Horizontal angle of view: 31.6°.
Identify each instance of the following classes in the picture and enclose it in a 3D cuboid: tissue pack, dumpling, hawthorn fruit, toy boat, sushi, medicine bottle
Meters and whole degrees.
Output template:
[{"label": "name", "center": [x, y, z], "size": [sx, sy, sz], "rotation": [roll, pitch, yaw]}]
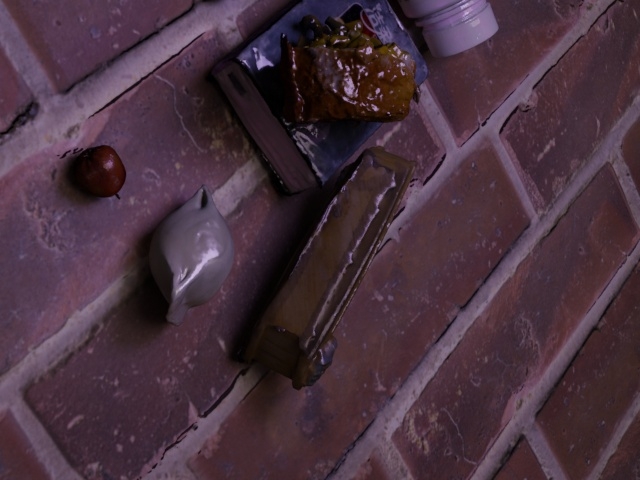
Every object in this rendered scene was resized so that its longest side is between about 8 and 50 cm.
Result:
[{"label": "tissue pack", "center": [0.005, -0.278, 1.881], "size": [0.361, 0.122, 0.259], "rotation": [-46, 112, -35]}, {"label": "dumpling", "center": [-0.186, 0.031, 1.663], "size": [0.151, 0.124, 0.229], "rotation": [85, 19, -54]}, {"label": "hawthorn fruit", "center": [-0.308, -0.097, 1.591], "size": [0.077, 0.077, 0.077], "rotation": [8, 79, -43]}, {"label": "toy boat", "center": [0.032, 0.032, 1.812], "size": [0.446, 0.135, 0.162], "rotation": [-61, 168, -18]}, {"label": "sushi", "center": [0.040, -0.263, 1.739], "size": [0.296, 0.167, 0.179], "rotation": [-3, 95, -29]}, {"label": "medicine bottle", "center": [0.209, -0.495, 2.073], "size": [0.170, 0.170, 0.293], "rotation": [-42, 114, -39]}]

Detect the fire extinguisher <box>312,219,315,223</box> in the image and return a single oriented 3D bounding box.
[{"label": "fire extinguisher", "center": [0.004, -0.002, 1.899], "size": [0.046, 0.032, 0.100], "rotation": [42, 51, -44]}]
